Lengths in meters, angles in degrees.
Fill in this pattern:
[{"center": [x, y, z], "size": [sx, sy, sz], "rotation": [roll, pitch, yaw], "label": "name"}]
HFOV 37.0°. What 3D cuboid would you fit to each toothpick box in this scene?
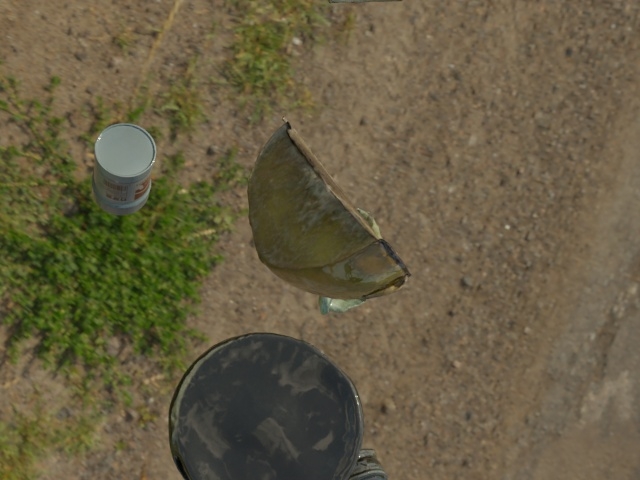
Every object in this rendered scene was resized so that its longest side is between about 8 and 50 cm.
[{"center": [-0.331, -0.117, 1.605], "size": [0.101, 0.101, 0.153], "rotation": [-39, 172, -25], "label": "toothpick box"}]

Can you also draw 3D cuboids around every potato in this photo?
[{"center": [-0.002, 0.000, 0.904], "size": [0.100, 0.261, 0.120], "rotation": [-38, 126, 2], "label": "potato"}]

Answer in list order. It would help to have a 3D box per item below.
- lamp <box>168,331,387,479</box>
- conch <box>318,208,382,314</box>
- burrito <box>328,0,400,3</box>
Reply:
[{"center": [-0.001, 0.182, 0.694], "size": [0.130, 0.108, 0.371], "rotation": [-32, 150, -9], "label": "lamp"}, {"center": [0.014, 0.010, 1.274], "size": [0.135, 0.102, 0.153], "rotation": [-11, 113, -17], "label": "conch"}, {"center": [0.081, -0.381, 1.429], "size": [0.149, 0.041, 0.055], "rotation": [-8, 140, 4], "label": "burrito"}]
